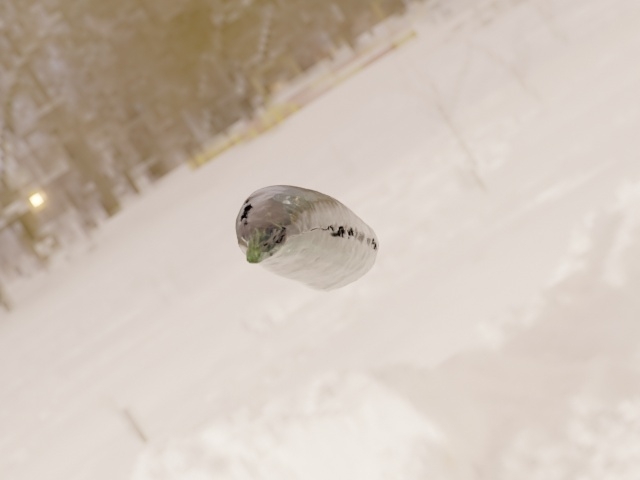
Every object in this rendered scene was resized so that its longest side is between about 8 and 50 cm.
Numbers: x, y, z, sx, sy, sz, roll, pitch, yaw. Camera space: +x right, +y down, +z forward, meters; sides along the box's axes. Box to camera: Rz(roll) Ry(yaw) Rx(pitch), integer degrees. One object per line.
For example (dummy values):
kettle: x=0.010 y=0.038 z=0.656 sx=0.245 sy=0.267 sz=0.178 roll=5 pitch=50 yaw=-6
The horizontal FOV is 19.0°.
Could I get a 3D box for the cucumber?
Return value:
cucumber: x=0.000 y=0.000 z=0.680 sx=0.036 sy=0.033 sz=0.184 roll=-9 pitch=-7 yaw=8
